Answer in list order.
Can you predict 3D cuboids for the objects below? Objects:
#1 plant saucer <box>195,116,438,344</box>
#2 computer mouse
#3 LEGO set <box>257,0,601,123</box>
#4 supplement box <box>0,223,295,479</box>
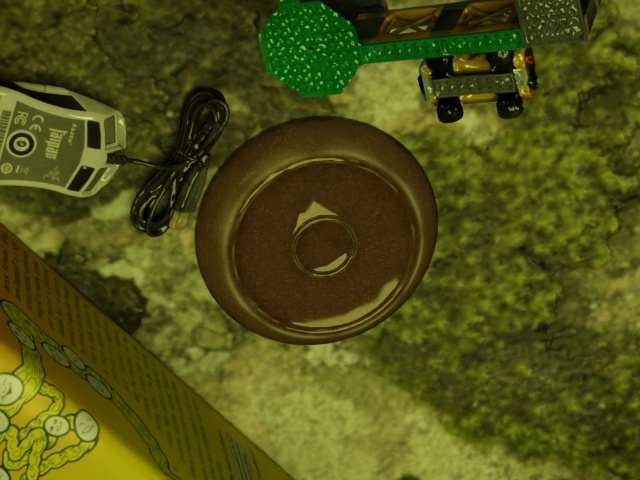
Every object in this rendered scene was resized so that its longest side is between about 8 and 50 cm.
[{"bbox_3d":[0.000,0.000,1.304,0.168,0.029,0.168,-4,113,-8],"label":"plant saucer"},{"bbox_3d":[-0.162,-0.066,1.239,0.193,0.042,0.106,12,114,-21],"label":"computer mouse"},{"bbox_3d":[0.063,-0.252,1.101,0.255,0.192,0.331,-11,117,24],"label":"LEGO set"},{"bbox_3d":[-0.164,0.183,1.258,0.194,0.195,0.356,-43,113,9],"label":"supplement box"}]
